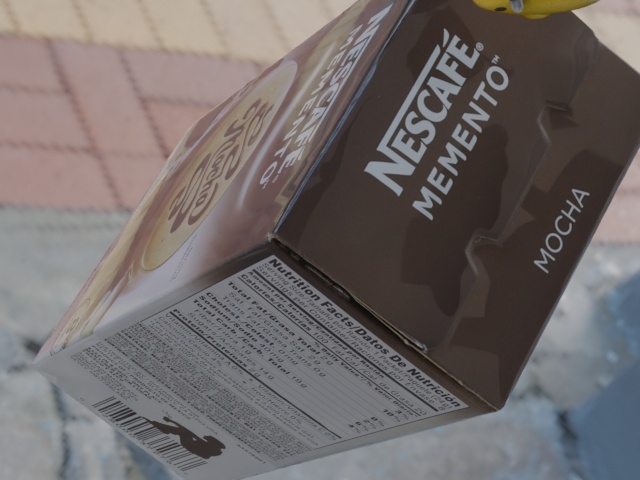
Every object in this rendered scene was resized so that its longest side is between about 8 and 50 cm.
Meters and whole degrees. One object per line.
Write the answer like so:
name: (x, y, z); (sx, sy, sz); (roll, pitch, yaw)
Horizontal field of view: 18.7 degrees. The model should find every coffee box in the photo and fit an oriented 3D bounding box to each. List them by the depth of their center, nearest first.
coffee box: (0.000, 0.000, 0.881); (0.119, 0.297, 0.168); (38, 64, -13)

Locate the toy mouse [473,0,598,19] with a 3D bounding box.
toy mouse: (0.061, -0.148, 0.715); (0.031, 0.161, 0.143); (-62, 135, -76)
